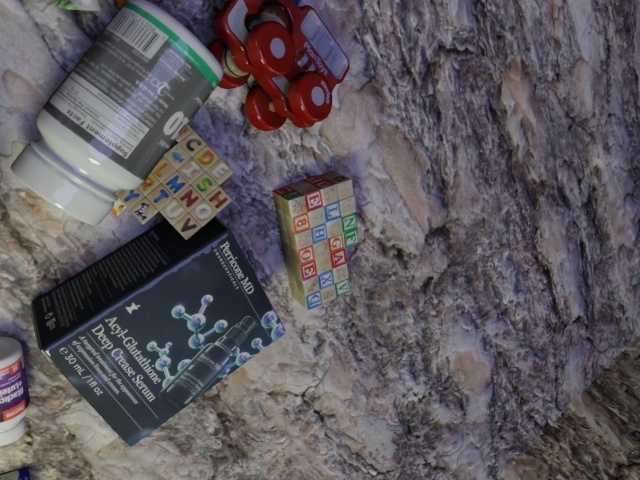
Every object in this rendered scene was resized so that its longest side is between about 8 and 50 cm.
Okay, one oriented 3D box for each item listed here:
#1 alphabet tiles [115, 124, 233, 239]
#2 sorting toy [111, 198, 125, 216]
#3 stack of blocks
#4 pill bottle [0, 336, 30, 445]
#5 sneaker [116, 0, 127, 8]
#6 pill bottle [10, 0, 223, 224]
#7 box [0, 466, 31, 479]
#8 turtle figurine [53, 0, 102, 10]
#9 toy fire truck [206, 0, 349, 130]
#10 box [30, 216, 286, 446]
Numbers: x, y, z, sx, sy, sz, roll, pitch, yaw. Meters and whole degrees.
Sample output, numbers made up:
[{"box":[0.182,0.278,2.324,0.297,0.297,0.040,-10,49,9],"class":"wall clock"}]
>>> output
[{"box":[-0.294,-0.124,1.091,0.198,0.009,0.237,-43,85,-10],"class":"alphabet tiles"},{"box":[-0.407,-0.101,1.112,0.075,0.045,0.083,42,84,-17],"class":"sorting toy"},{"box":[0.000,0.000,1.372,0.171,0.087,0.297,-21,119,-24],"class":"stack of blocks"},{"box":[-0.627,0.295,1.089,0.108,0.108,0.194,-9,114,-29],"class":"pill bottle"},{"box":[-0.348,-0.493,0.978,0.067,0.064,0.175,4,104,-11],"class":"sneaker"},{"box":[-0.355,-0.220,0.987,0.204,0.204,0.361,39,87,-37],"class":"pill bottle"},{"box":[-0.683,0.571,1.191,0.137,0.072,0.126,-9,114,-30],"class":"box"},{"box":[-0.416,-0.497,0.837,0.275,0.197,0.266,-46,151,-58],"class":"turtle figurine"},{"box":[-0.074,-0.384,1.142,0.302,0.169,0.254,45,59,-37],"class":"toy fire truck"},{"box":[-0.323,0.162,1.161,0.395,0.212,0.294,-35,123,-16],"class":"box"}]
